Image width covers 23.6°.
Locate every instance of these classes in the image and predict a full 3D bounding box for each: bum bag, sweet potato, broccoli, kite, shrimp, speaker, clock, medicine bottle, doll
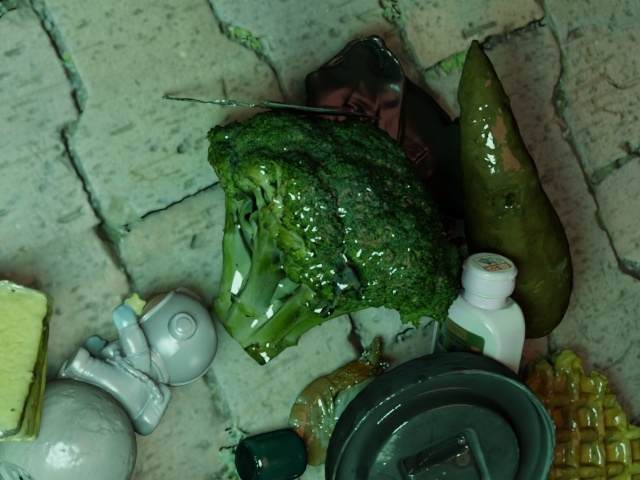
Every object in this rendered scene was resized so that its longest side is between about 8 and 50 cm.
[{"bbox_3d":[0.117,-0.138,1.891,0.326,0.080,0.142,33,71,-30],"label":"bum bag"},{"bbox_3d":[0.230,-0.038,1.885,0.130,0.130,0.422,-40,127,-31],"label":"sweet potato"},{"bbox_3d":[0.000,0.000,1.703,0.304,0.321,0.283,23,109,-47],"label":"broccoli"},{"bbox_3d":[-0.055,-0.150,1.711,0.250,0.229,0.012,4,91,4],"label":"kite"},{"bbox_3d":[0.027,0.188,1.822,0.091,0.043,0.184,50,62,-17],"label":"shrimp"},{"bbox_3d":[-0.054,0.266,1.747,0.075,0.060,0.094,-9,91,-34],"label":"speaker"},{"bbox_3d":[0.139,0.258,1.800,0.281,0.055,0.280,-7,119,-14],"label":"clock"},{"bbox_3d":[0.188,0.124,1.846,0.078,0.115,0.219,-12,122,-34],"label":"medicine bottle"},{"bbox_3d":[-0.210,0.159,1.603,0.287,0.151,0.151,-48,112,-31],"label":"doll"}]

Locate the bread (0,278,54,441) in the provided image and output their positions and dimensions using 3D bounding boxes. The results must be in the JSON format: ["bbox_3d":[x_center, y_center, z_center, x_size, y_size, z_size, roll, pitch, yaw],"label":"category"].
[{"bbox_3d":[-0.381,0.098,1.445,0.240,0.135,0.178,5,78,-4],"label":"bread"}]

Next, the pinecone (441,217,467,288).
[{"bbox_3d":[0.136,0.023,1.886,0.102,0.102,0.109,-44,138,-29],"label":"pinecone"}]

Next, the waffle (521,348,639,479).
[{"bbox_3d":[0.309,0.313,1.993,0.325,0.068,0.302,50,61,-19],"label":"waffle"}]
